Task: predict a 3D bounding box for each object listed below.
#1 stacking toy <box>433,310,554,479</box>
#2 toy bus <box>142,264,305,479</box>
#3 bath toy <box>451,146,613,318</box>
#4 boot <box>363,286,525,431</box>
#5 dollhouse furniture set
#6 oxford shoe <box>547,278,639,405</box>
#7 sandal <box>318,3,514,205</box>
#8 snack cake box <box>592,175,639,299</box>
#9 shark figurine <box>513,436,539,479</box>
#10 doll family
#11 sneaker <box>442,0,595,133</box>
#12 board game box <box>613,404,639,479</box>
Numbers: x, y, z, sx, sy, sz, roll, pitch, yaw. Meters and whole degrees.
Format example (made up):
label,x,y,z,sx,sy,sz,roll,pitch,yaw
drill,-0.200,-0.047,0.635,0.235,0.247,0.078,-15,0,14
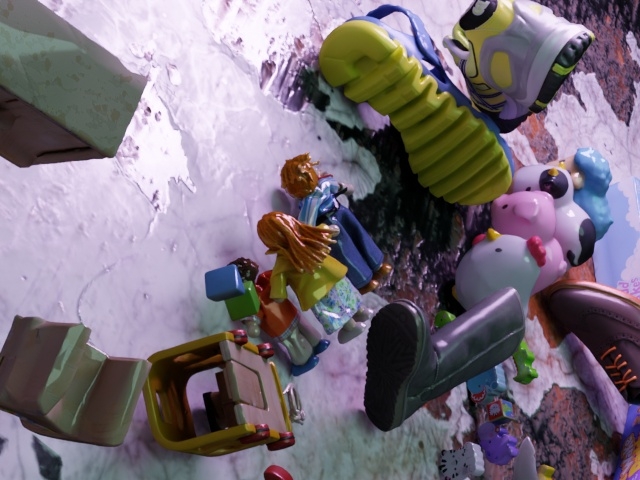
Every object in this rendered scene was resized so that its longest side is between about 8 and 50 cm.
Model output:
label,x,y,z,sx,sy,sz,roll,pitch,yaw
stacking toy,0.200,0.201,1.700,0.167,0.052,0.221,25,49,-43
toy bus,-0.092,0.146,1.303,0.191,0.104,0.202,-92,164,-59
bath toy,0.277,-0.013,1.847,0.151,0.129,0.348,44,36,6
boot,0.144,0.102,1.552,0.209,0.189,0.076,-22,54,-30
dollhouse furniture set,-0.327,0.022,1.039,0.362,0.256,0.394,34,67,-36
oxford shoe,0.410,0.150,1.904,0.271,0.097,0.098,34,49,3
sandal,0.134,-0.176,1.769,0.317,0.126,0.138,49,35,-25
snack cake box,0.475,0.058,2.098,0.152,0.089,0.264,26,51,-43
shark figurine,0.161,0.344,1.499,0.166,0.278,0.116,-18,43,-27
doll family,0.000,0.000,1.492,0.163,0.118,0.263,52,38,-19
sneaker,0.232,-0.235,1.795,0.147,0.145,0.384,36,-6,1
board game box,0.501,0.360,1.898,0.233,0.078,0.347,33,42,-6
